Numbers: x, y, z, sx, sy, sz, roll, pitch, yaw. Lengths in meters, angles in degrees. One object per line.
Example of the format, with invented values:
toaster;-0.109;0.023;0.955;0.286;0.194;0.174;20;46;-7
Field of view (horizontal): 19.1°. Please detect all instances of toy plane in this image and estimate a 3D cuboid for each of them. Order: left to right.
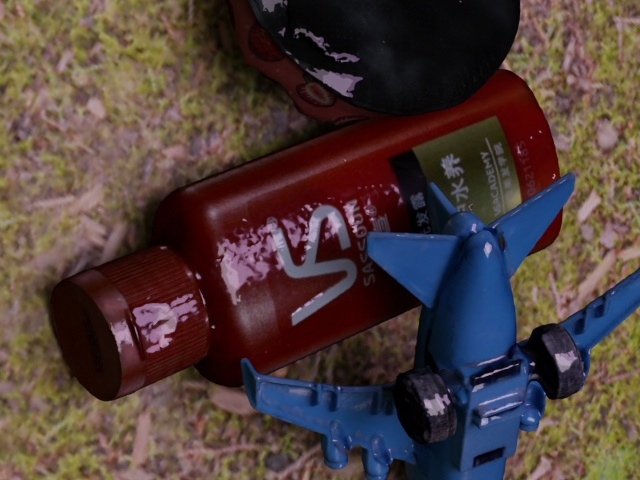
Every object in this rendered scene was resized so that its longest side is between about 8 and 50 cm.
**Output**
toy plane;0.081;0.085;1.068;0.254;0.105;0.271;-16;127;-18

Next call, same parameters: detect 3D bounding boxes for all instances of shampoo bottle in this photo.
shampoo bottle;0.001;0.000;1.068;0.314;0.076;0.118;-22;112;-31

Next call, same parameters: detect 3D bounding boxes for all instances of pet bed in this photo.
pet bed;0.028;-0.156;1.065;0.201;0.053;0.201;11;68;-28
